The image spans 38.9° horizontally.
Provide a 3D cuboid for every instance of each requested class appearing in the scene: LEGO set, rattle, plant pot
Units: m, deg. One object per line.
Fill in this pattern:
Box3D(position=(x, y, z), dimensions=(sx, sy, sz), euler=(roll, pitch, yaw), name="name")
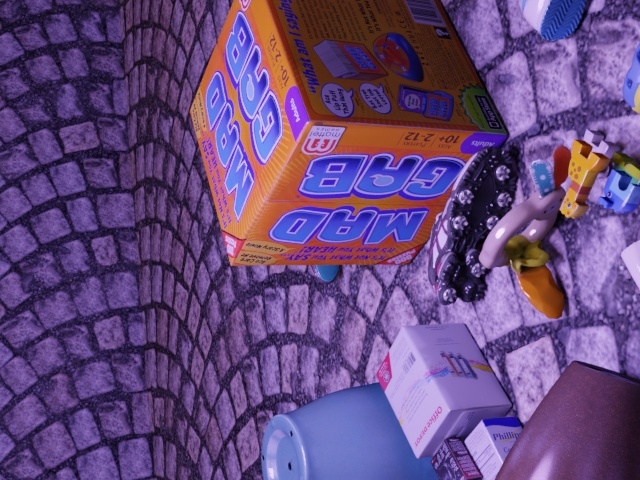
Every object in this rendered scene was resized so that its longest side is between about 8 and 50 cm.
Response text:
Box3D(position=(0.367, -0.059, 1.163), dimensions=(0.227, 0.087, 0.093), euler=(-120, 42, -54), name="LEGO set")
Box3D(position=(0.320, -0.009, 1.256), dimensions=(0.199, 0.130, 0.143), euler=(-55, 42, 33), name="rattle")
Box3D(position=(0.339, 0.278, 1.147), dimensions=(0.215, 0.215, 0.230), euler=(20, 93, 60), name="plant pot")
Box3D(position=(0.043, 0.388, 1.613), dimensions=(0.271, 0.255, 0.271), euler=(-4, 86, 62), name="plant pot")

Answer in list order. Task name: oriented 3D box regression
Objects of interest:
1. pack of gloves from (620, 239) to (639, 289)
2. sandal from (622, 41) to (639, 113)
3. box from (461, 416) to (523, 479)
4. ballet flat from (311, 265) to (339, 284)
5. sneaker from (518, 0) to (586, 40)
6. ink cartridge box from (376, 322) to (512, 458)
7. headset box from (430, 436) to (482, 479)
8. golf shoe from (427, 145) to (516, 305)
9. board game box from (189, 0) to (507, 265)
Box3D(position=(0.453, 0.060, 1.069), dimensions=(0.195, 0.046, 0.232), euler=(-56, 43, 47), name="pack of gloves")
Box3D(position=(0.443, -0.288, 1.027), dimensions=(0.317, 0.126, 0.138), euler=(-63, 34, 27), name="sandal")
Box3D(position=(0.272, 0.358, 1.375), dimensions=(0.126, 0.072, 0.137), euler=(-63, 39, 41), name="box")
Box3D(position=(0.000, 0.000, 1.895), dimensions=(0.074, 0.074, 0.203), euler=(-32, 55, 58), name="ballet flat")
Box3D(position=(0.341, -0.397, 1.244), dimensions=(0.092, 0.087, 0.228), euler=(62, 139, 45), name="sneaker")
Box3D(position=(0.195, 0.241, 1.461), dimensions=(0.128, 0.127, 0.176), euler=(-65, 36, 37), name="ink cartridge box")
Box3D(position=(0.208, 0.353, 1.384), dimensions=(0.083, 0.032, 0.062), euler=(61, 142, 41), name="headset box")
Box3D(position=(0.223, -0.033, 1.447), dimensions=(0.120, 0.105, 0.273), euler=(-124, 43, -57), name="golf shoe")
Box3D(position=(0.024, -0.201, 1.544), dimensions=(0.356, 0.356, 0.356), euler=(-57, 42, 45), name="board game box")
